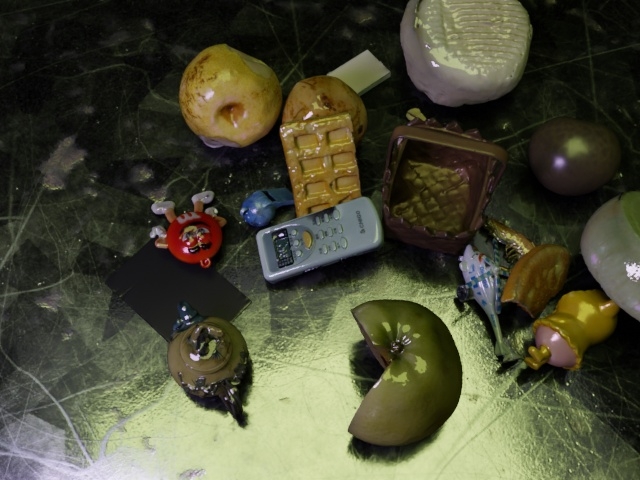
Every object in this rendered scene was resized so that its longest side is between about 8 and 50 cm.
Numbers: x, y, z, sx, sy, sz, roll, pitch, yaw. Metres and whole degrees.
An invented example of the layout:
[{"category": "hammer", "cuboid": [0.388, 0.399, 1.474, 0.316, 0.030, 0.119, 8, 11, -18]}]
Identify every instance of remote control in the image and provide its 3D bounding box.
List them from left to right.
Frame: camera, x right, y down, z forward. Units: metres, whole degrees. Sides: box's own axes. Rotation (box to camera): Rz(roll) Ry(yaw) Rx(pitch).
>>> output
[{"category": "remote control", "cuboid": [0.000, 0.000, 1.737, 0.296, 0.056, 0.140, -18, 68, 11]}]

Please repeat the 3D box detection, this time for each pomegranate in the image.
[{"category": "pomegranate", "cuboid": [0.003, -0.304, 1.860, 0.215, 0.215, 0.215, -1, 63, 1]}]

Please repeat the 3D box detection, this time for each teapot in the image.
[{"category": "teapot", "cuboid": [-0.235, 0.248, 1.584, 0.173, 0.182, 0.269, -26, 69, -14]}]

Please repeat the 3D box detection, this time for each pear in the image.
[{"category": "pear", "cuboid": [-0.224, -0.363, 1.860, 0.271, 0.271, 0.271, -1, 63, 1]}]

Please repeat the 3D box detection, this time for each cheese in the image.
[{"category": "cheese", "cuboid": [0.261, -0.313, 1.945, 0.044, 0.030, 0.083, -20, 58, -32]}]

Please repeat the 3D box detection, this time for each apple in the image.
[{"category": "apple", "cuboid": [0.174, 0.265, 1.526, 0.233, 0.258, 0.295, 3, 62, 0]}]

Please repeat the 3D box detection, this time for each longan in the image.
[{"category": "longan", "cuboid": [0.606, -0.201, 1.795, 0.212, 0.198, 0.198, 12, 64, 8]}]

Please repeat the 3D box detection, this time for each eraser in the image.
[{"category": "eraser", "cuboid": [0.100, -0.444, 2.018, 0.150, 0.023, 0.104, -35, 68, -15]}]

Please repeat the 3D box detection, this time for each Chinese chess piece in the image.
[{"category": "Chinese chess piece", "cuboid": [0.733, 0.046, 1.604, 0.349, 0.146, 0.349, 20, 37, -16]}]

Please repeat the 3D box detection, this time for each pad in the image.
[{"category": "pad", "cuboid": [-0.335, 0.121, 1.752, 0.300, 0.005, 0.202, 38, 70, 18]}]

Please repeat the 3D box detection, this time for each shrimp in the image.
[{"category": "shrimp", "cuboid": [0.423, 0.018, 1.775, 0.178, 0.034, 0.124, 35, 76, 15]}]

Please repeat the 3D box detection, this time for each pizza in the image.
[{"category": "pizza", "cuboid": [0.489, 0.085, 1.685, 0.056, 0.134, 0.271, 3, 37, 45]}]

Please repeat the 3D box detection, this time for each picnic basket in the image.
[{"category": "picnic basket", "cuboid": [0.270, -0.141, 1.701, 0.254, 0.321, 0.291, 15, 67, 5]}]

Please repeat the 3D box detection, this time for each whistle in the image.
[{"category": "whistle", "cuboid": [-0.136, -0.078, 1.817, 0.158, 0.090, 0.090, -11, 55, -49]}]

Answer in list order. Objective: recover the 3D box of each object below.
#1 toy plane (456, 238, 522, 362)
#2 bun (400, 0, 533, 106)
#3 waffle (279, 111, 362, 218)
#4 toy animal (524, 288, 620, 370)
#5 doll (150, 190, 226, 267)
[{"category": "toy plane", "cuboid": [0.386, 0.138, 1.694, 0.182, 0.107, 0.273, -23, 87, -40]}, {"category": "bun", "cuboid": [0.369, -0.514, 1.949, 0.360, 0.211, 0.359, 1, 74, -2]}, {"category": "waffle", "cuboid": [0.007, -0.164, 1.771, 0.168, 0.274, 0.057, -11, 23, -1]}, {"category": "toy animal", "cuboid": [0.543, 0.198, 1.613, 0.230, 0.156, 0.156, -31, 67, -11]}, {"category": "doll", "cuboid": [-0.313, -0.024, 1.780, 0.183, 0.085, 0.217, -13, 53, -9]}]
